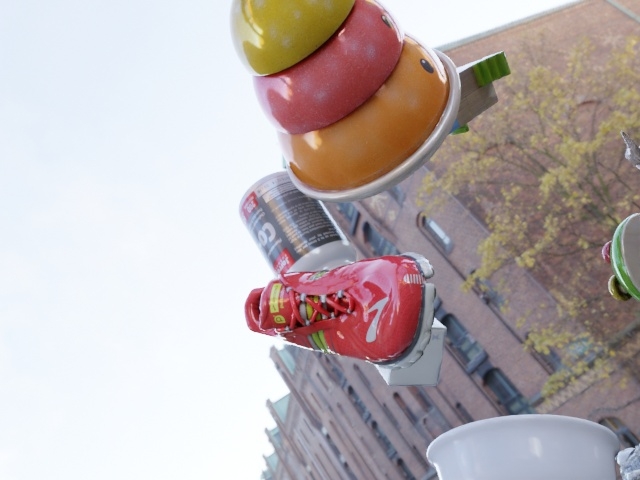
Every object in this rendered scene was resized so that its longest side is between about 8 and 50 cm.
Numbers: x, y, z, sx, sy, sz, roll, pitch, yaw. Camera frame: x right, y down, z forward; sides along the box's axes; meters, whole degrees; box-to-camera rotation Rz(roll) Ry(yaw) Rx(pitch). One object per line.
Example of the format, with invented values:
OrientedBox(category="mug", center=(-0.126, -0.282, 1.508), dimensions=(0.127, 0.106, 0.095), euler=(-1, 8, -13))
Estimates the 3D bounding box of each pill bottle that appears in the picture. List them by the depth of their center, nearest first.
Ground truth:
OrientedBox(category="pill bottle", center=(-0.031, 0.012, 1.028), dimensions=(0.161, 0.283, 0.161), euler=(-26, -28, -15))

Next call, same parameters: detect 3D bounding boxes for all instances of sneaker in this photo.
OrientedBox(category="sneaker", center=(0.001, 0.072, 0.520), dimensions=(0.118, 0.107, 0.279), euler=(8, -15, -28))

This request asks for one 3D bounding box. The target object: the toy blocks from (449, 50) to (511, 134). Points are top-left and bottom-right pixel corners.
OrientedBox(category="toy blocks", center=(0.183, -0.269, 1.145), dimensions=(0.261, 0.190, 0.381), euler=(-35, 20, -31))

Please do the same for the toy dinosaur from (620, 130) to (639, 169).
OrientedBox(category="toy dinosaur", center=(0.851, -0.206, 1.296), dimensions=(0.200, 0.296, 0.127), euler=(-83, 0, -77))

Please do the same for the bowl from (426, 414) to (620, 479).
OrientedBox(category="bowl", center=(0.322, 0.393, 0.820), dimensions=(0.298, 0.134, 0.297), euler=(2, -40, 1))

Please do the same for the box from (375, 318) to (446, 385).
OrientedBox(category="box", center=(0.178, 0.215, 1.282), dimensions=(0.121, 0.311, 0.147), euler=(3, -77, -14))

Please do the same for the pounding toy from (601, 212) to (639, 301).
OrientedBox(category="pounding toy", center=(0.612, 0.069, 1.002), dimensions=(0.183, 0.237, 0.110), euler=(-44, 4, -29))

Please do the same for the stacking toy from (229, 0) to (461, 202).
OrientedBox(category="stacking toy", center=(-0.021, -0.315, 0.817), dimensions=(0.351, 0.350, 0.480), euler=(-41, -47, 6))

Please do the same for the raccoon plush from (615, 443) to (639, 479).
OrientedBox(category="raccoon plush", center=(0.913, 0.511, 1.206), dimensions=(0.299, 0.216, 0.446), euler=(-37, -2, -32))
